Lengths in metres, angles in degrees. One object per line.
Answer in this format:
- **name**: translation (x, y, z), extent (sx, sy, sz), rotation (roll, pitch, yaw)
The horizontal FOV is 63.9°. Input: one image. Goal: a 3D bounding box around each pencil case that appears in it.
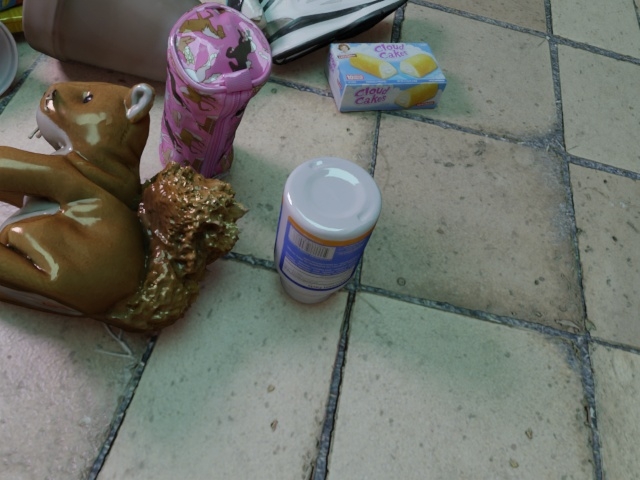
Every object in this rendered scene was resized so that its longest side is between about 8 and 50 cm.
- **pencil case**: translation (-0.201, -0.233, 0.908), extent (0.167, 0.386, 0.160), rotation (35, 65, -6)

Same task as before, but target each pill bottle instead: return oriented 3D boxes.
- **pill bottle**: translation (0.000, 0.000, 0.871), extent (0.152, 0.272, 0.152), rotation (5, 58, -8)

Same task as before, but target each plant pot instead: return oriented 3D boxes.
- **plant pot**: translation (-0.417, -0.494, 1.109), extent (0.280, 0.323, 0.323), rotation (25, 55, -15)

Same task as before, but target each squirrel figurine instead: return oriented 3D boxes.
- **squirrel figurine**: translation (-0.331, -0.060, 0.835), extent (0.397, 0.281, 0.370), rotation (21, 67, -18)

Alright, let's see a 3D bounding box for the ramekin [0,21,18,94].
- **ramekin**: translation (-0.729, -0.379, 1.014), extent (0.109, 0.207, 0.207), rotation (36, 58, 22)

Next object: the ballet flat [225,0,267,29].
- **ballet flat**: translation (-0.178, -0.480, 1.173), extent (0.096, 0.280, 0.095), rotation (19, 14, 10)

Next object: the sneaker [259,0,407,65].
- **sneaker**: translation (0.018, -0.638, 1.282), extent (0.447, 0.169, 0.257), rotation (-31, 102, -25)

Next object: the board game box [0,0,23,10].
- **board game box**: translation (-0.754, -0.563, 1.065), extent (0.142, 0.144, 0.275), rotation (39, 58, 11)

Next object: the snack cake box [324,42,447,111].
- **snack cake box**: translation (0.157, -0.406, 1.269), extent (0.264, 0.089, 0.152), rotation (-7, 61, -15)

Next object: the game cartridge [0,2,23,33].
- **game cartridge**: translation (-0.827, -0.559, 1.157), extent (0.324, 0.052, 0.285), rotation (-22, 66, -23)
